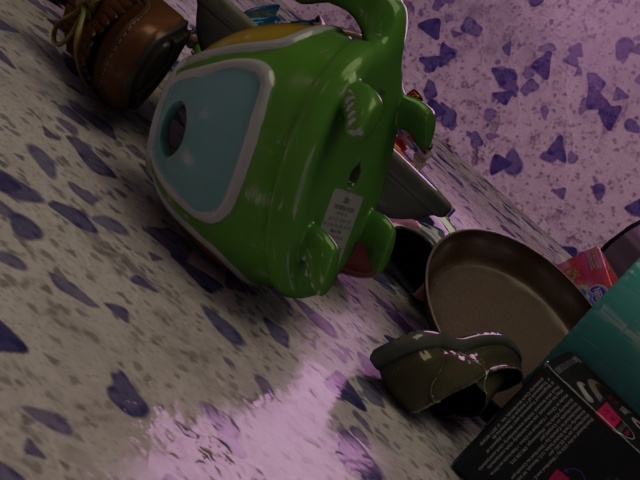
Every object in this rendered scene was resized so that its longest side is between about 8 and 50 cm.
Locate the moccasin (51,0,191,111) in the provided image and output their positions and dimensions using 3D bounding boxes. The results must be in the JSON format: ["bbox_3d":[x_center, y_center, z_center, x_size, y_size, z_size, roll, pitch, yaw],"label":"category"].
[{"bbox_3d":[-0.236,-0.250,1.441,0.147,0.139,0.380,35,13,-21],"label":"moccasin"}]

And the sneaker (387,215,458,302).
[{"bbox_3d":[0.188,0.080,1.711,0.319,0.112,0.131,43,32,14],"label":"sneaker"}]

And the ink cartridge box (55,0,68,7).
[{"bbox_3d":[-0.286,-0.462,1.574,0.165,0.333,0.065,26,18,-45],"label":"ink cartridge box"}]

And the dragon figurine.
[{"bbox_3d":[-0.069,-0.288,1.820,0.289,0.085,0.144,-24,33,-36],"label":"dragon figurine"}]

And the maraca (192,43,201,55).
[{"bbox_3d":[-0.112,-0.183,1.686,0.186,0.099,0.127,59,14,5],"label":"maraca"}]

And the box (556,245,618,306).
[{"bbox_3d":[0.406,0.142,1.870,0.128,0.122,0.257,53,19,-26],"label":"box"}]

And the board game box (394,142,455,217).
[{"bbox_3d":[0.061,-0.160,2.157,0.233,0.078,0.347,32,15,-36],"label":"board game box"}]

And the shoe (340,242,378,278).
[{"bbox_3d":[0.000,0.000,1.477,0.178,0.063,0.081,33,15,-12],"label":"shoe"}]

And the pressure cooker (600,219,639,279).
[{"bbox_3d":[0.640,0.185,2.061,0.369,0.376,0.420,16,20,-15],"label":"pressure cooker"}]

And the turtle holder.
[{"bbox_3d":[-0.035,-0.113,1.202,0.227,0.320,0.243,20,33,20],"label":"turtle holder"}]

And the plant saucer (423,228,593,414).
[{"bbox_3d":[0.246,0.123,1.586,0.310,0.050,0.311,24,40,-22],"label":"plant saucer"}]

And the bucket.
[{"bbox_3d":[0.376,0.139,1.436,0.183,0.281,0.281,45,13,12],"label":"bucket"}]

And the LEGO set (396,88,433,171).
[{"bbox_3d":[0.103,-0.222,2.089,0.244,0.060,0.182,37,-21,54],"label":"LEGO set"}]

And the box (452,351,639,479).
[{"bbox_3d":[0.287,0.255,1.253,0.270,0.143,0.165,44,13,13],"label":"box"}]

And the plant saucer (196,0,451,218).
[{"bbox_3d":[-0.021,-0.138,1.512,0.400,0.100,0.400,42,5,-4],"label":"plant saucer"}]

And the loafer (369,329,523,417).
[{"bbox_3d":[0.142,0.152,1.349,0.251,0.094,0.087,8,58,-52],"label":"loafer"}]
